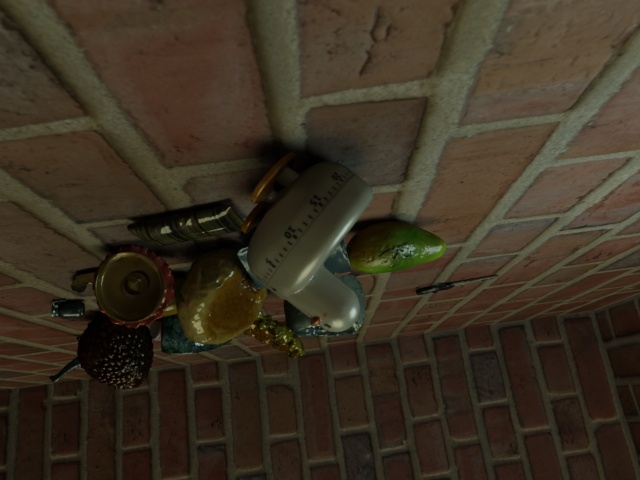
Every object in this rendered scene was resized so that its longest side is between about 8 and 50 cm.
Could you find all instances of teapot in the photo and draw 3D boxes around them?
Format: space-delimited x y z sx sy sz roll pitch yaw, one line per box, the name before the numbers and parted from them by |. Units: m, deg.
teapot | -0.705 0.193 1.437 0.083 0.049 0.063 -2 161 -17

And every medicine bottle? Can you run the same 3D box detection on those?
medicine bottle | -0.531 0.337 1.896 0.083 0.084 0.203 -19 161 31

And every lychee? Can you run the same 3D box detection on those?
lychee | -0.648 0.352 1.648 0.236 0.271 0.236 -35 147 -27

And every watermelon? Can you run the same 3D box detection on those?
watermelon | -0.428 0.278 1.750 0.226 0.148 0.318 2 -177 31

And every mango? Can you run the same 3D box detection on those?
mango | -0.379 0.144 1.357 0.137 0.098 0.195 -16 173 27
mango | 0.170 0.014 1.158 0.232 0.111 0.125 -4 169 -8

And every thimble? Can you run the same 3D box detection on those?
thimble | 0.015 0.198 1.557 0.249 0.172 0.205 -4 160 -6

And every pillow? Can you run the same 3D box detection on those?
pillow | -0.247 -0.024 0.982 0.203 0.038 0.113 -11 161 8

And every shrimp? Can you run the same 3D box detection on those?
shrimp | -0.545 0.131 1.319 0.169 0.058 0.296 6 153 -22

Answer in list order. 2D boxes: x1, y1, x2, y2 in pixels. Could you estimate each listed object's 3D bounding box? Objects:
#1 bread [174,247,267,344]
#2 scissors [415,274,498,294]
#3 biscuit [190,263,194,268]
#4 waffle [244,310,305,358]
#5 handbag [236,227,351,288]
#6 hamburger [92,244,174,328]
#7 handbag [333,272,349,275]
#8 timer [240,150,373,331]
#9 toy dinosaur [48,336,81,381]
bread | -0.233 0.119 1.188 0.134 0.245 0.244 30 -175 33
scissors | 0.499 0.161 1.887 0.299 0.022 0.109 -12 165 12
biscuit | -0.265 0.067 1.291 0.120 0.015 0.120 -7 162 -2
waffle | -0.194 0.246 1.517 0.302 0.068 0.325 11 154 45
handbag | -0.055 0.032 1.097 0.221 0.057 0.144 -11 128 8
hamburger | -0.392 0.100 1.112 0.175 0.175 0.137 -7 175 -3
handbag | -0.024 0.046 1.259 0.157 0.059 0.212 -15 159 19
timer | 0.000 0.000 0.820 0.240 0.233 0.233 39 156 1
toy dinosaur | -0.825 0.412 1.922 0.362 0.147 0.076 -11 165 -13
